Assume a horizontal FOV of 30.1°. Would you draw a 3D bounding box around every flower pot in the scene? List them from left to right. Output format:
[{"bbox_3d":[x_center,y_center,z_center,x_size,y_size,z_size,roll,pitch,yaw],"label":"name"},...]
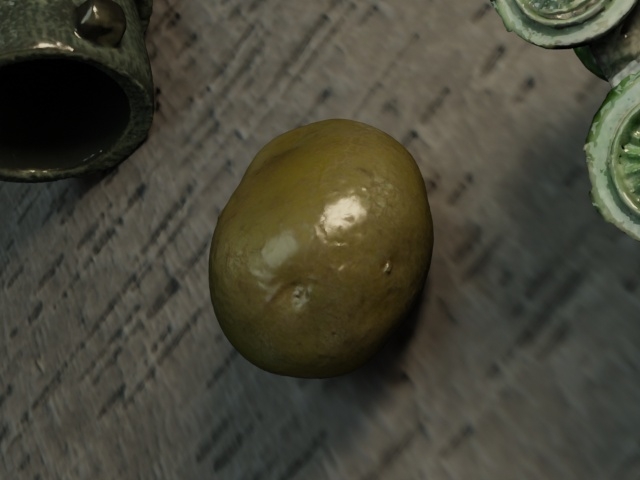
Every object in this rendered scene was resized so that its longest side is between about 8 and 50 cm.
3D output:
[{"bbox_3d":[-0.329,-0.249,1.318,0.299,0.299,0.282,-36,52,33],"label":"flower pot"}]

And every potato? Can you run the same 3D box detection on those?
[{"bbox_3d":[0.000,0.000,0.930,0.178,0.160,0.235,-6,44,7],"label":"potato"}]

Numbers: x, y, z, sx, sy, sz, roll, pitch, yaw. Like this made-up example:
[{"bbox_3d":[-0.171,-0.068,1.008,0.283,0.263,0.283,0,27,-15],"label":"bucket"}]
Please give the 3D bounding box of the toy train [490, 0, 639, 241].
[{"bbox_3d":[0.249,-0.130,0.660,0.249,0.173,0.307,-34,67,29],"label":"toy train"}]
